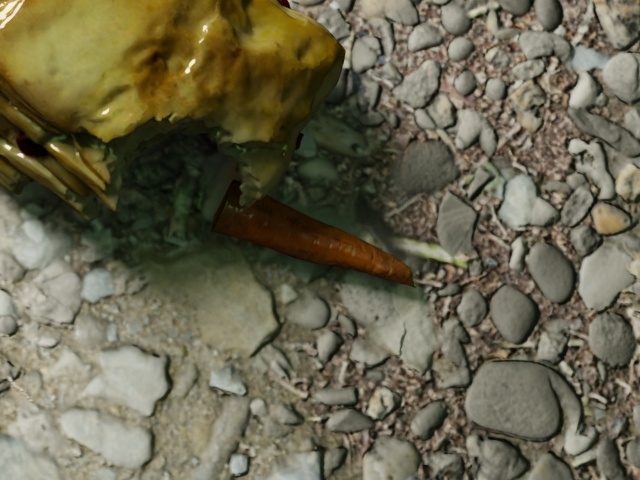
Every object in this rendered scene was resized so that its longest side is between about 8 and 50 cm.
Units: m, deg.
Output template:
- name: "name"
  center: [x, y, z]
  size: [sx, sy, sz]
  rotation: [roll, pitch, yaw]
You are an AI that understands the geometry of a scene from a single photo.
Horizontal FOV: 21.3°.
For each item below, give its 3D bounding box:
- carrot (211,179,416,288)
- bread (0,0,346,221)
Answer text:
- name: "carrot"
  center: [0.000, 0.000, 1.735]
  size: [0.224, 0.057, 0.057]
  rotation: [20, 75, -15]
- name: "bread"
  center: [-0.183, -0.174, 1.632]
  size: [0.370, 0.191, 0.314]
  rotation: [36, 72, -6]
